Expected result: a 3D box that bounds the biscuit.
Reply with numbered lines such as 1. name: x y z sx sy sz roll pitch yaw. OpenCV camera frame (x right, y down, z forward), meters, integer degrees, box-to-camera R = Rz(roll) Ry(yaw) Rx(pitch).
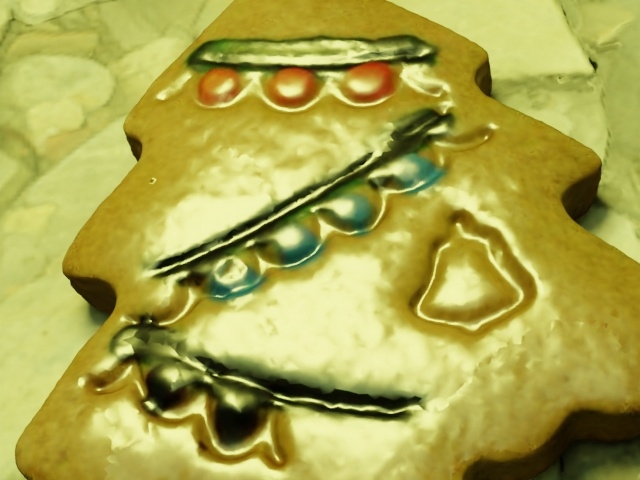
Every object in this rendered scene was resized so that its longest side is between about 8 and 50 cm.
1. biscuit: 0.000 -0.001 0.788 0.278 0.043 0.301 -15 57 0
